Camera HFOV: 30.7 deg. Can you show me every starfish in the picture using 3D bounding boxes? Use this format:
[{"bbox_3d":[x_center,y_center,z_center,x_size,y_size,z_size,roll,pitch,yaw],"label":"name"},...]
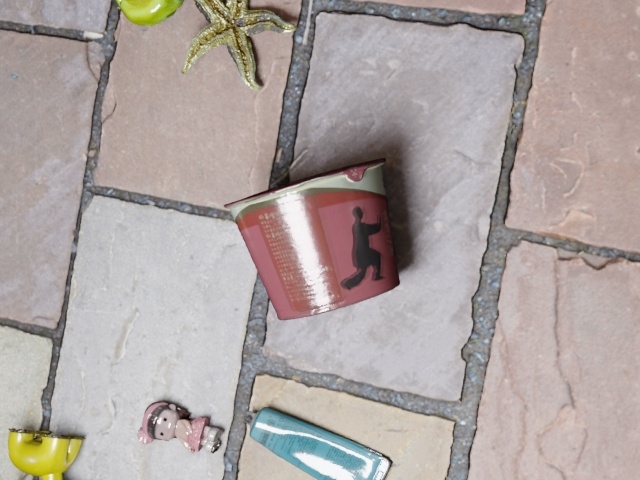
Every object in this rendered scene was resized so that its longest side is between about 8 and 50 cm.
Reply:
[{"bbox_3d":[-0.146,-0.313,1.738,0.176,0.053,0.208,-39,83,2],"label":"starfish"}]

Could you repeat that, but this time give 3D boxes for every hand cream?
[{"bbox_3d":[-0.011,0.304,1.698,0.224,0.048,0.083,26,98,11],"label":"hand cream"}]

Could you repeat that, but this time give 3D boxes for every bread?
[{"bbox_3d":[-0.264,-0.397,1.775,0.139,0.071,0.130,38,104,13],"label":"bread"}]

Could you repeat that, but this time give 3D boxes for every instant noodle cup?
[{"bbox_3d":[0.000,0.000,1.607,0.234,0.235,0.178,-15,93,18],"label":"instant noodle cup"}]

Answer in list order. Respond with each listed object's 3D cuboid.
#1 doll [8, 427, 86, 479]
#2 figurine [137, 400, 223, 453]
[{"bbox_3d":[-0.427,0.401,1.791,0.135,0.143,0.221,0,82,17],"label":"doll"},{"bbox_3d":[-0.211,0.287,1.761,0.129,0.054,0.072,16,109,11],"label":"figurine"}]
